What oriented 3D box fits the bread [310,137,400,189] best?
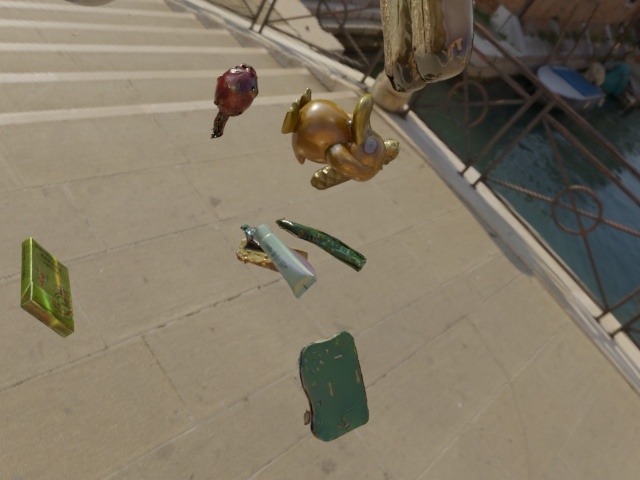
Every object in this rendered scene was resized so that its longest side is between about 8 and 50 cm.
[{"bbox_3d":[0.109,-0.248,1.864,0.077,0.367,0.084,54,42,-18],"label":"bread"}]

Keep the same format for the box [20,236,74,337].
[{"bbox_3d":[-0.817,0.135,1.677,0.173,0.043,0.311,58,-2,-42],"label":"box"}]

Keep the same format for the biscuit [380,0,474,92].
[{"bbox_3d":[0.116,-0.329,0.661,0.062,0.291,0.237,-8,9,-6],"label":"biscuit"}]

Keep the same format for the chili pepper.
[{"bbox_3d":[-0.001,0.000,1.996,0.359,0.076,0.085,29,40,5],"label":"chili pepper"}]

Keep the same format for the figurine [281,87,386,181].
[{"bbox_3d":[0.036,-0.238,1.284,0.228,0.215,0.215,7,37,16],"label":"figurine"}]

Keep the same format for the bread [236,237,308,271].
[{"bbox_3d":[-0.184,0.066,2.210,0.184,0.114,0.274,9,-6,22],"label":"bread"}]

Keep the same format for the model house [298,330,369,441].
[{"bbox_3d":[0.006,0.429,1.695,0.207,0.154,0.294,-14,96,-32],"label":"model house"}]

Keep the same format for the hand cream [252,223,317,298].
[{"bbox_3d":[-0.095,0.047,1.432,0.205,0.078,0.050,51,18,14],"label":"hand cream"}]

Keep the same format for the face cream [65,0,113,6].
[{"bbox_3d":[-0.314,-0.367,0.732,0.117,0.117,0.104,36,8,-1],"label":"face cream"}]

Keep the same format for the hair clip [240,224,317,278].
[{"bbox_3d":[-0.132,0.048,1.828,0.358,0.110,0.095,27,74,37],"label":"hair clip"}]

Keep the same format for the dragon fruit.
[{"bbox_3d":[-0.270,-0.413,1.684,0.125,0.246,0.125,41,21,19],"label":"dragon fruit"}]
